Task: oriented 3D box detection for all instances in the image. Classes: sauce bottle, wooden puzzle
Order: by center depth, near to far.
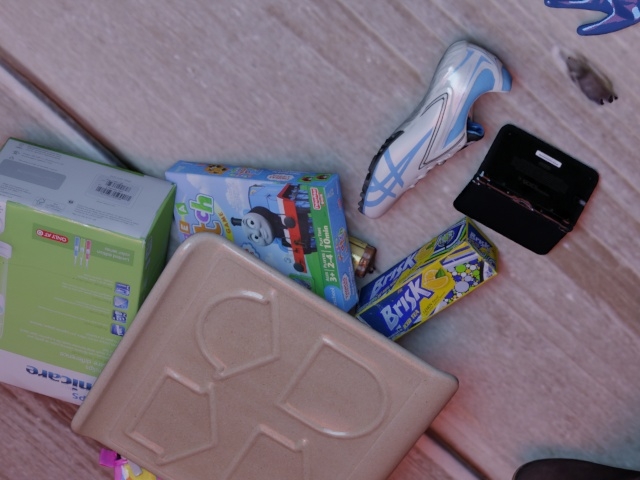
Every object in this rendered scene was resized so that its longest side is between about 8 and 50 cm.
[{"bbox_3d":[-0.065,0.176,1.613,0.347,0.080,0.322,30,119,-9],"label":"wooden puzzle"},{"bbox_3d":[0.000,0.000,1.624,0.128,0.042,0.042,26,121,9],"label":"sauce bottle"}]

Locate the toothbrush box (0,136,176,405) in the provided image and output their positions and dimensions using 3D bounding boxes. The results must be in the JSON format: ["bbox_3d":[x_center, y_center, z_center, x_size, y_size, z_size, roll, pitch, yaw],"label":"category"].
[{"bbox_3d":[-0.295,0.047,1.652,0.206,0.122,0.283,15,127,4],"label":"toothbrush box"}]

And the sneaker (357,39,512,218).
[{"bbox_3d":[0.117,-0.105,1.515,0.086,0.085,0.237,35,121,-2],"label":"sneaker"}]

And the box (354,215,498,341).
[{"bbox_3d":[0.119,0.048,1.612,0.169,0.054,0.059,-36,113,26],"label":"box"}]

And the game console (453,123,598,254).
[{"bbox_3d":[0.225,-0.055,1.560,0.122,0.071,0.107,28,91,-4],"label":"game console"}]

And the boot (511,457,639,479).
[{"bbox_3d":[0.351,0.281,1.612,0.248,0.090,0.207,14,158,5],"label":"boot"}]

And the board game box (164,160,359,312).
[{"bbox_3d":[-0.067,-0.005,1.606,0.211,0.039,0.160,7,121,30],"label":"board game box"}]

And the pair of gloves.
[{"bbox_3d":[0.306,-0.292,1.406,0.159,0.023,0.198,12,119,8],"label":"pair of gloves"}]

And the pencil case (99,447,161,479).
[{"bbox_3d":[-0.151,0.278,1.775,0.236,0.104,0.104,-13,115,16],"label":"pencil case"}]
